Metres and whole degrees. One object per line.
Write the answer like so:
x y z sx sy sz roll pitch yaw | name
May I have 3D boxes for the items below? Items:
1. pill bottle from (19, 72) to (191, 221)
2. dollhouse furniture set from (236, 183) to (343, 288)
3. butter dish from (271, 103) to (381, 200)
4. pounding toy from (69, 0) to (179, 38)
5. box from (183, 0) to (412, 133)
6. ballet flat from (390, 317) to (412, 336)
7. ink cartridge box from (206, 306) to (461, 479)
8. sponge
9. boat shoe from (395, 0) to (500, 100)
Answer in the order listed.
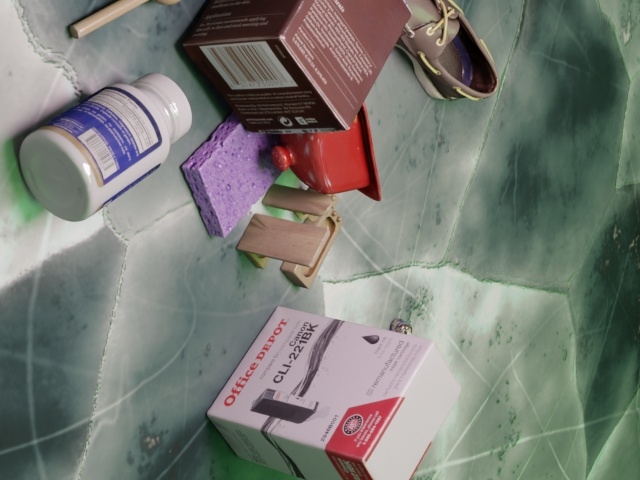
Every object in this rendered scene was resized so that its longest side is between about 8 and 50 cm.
-0.235 -0.111 1.662 0.186 0.112 0.112 -40 130 -40 | pill bottle
0.000 0.000 2.003 0.144 0.123 0.151 -63 142 -20 | dollhouse furniture set
-0.008 -0.124 1.910 0.118 0.160 0.160 -25 125 -21 | butter dish
-0.204 -0.354 1.634 0.183 0.110 0.237 -35 127 -43 | pounding toy
-0.025 -0.260 1.827 0.167 0.168 0.203 51 56 -37 | box
0.127 0.179 2.302 0.041 0.041 0.114 -19 115 -50 | ballet flat
0.016 0.214 1.966 0.197 0.273 0.114 -56 135 -27 | ink cartridge box
-0.092 -0.115 1.924 0.210 0.031 0.117 -51 138 -33 | sponge
0.162 -0.306 2.154 0.324 0.096 0.117 46 63 -49 | boat shoe
